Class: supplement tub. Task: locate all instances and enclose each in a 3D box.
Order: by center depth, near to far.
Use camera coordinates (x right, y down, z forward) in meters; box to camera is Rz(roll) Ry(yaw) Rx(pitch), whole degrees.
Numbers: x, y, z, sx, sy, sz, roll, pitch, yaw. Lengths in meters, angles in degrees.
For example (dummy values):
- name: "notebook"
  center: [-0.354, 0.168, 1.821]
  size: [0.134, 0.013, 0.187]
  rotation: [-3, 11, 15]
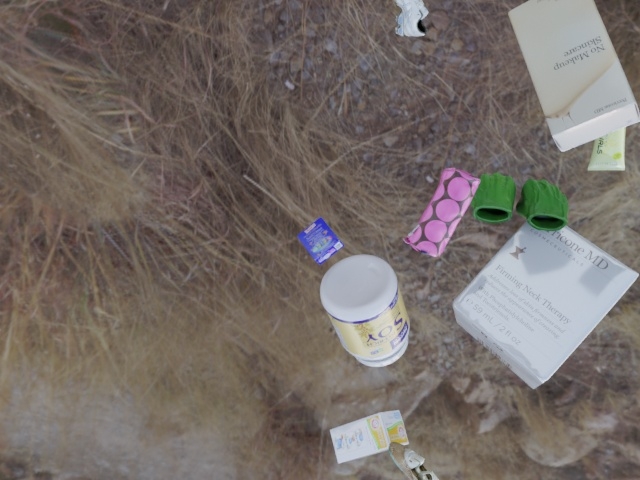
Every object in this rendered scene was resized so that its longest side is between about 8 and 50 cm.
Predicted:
- name: "supplement tub"
  center: [0.152, 0.231, 1.692]
  size: [0.240, 0.241, 0.331]
  rotation: [-17, 134, 8]

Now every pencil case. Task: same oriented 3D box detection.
- name: "pencil case"
  center: [0.275, -0.066, 1.208]
  size: [0.098, 0.095, 0.210]
  rotation: [25, 97, -12]

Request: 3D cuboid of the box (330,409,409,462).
- name: "box"
  center: [0.148, 0.598, 1.617]
  size: [0.203, 0.103, 0.114]
  rotation: [-32, 151, 32]

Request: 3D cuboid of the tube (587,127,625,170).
- name: "tube"
  center: [0.778, -0.291, 1.418]
  size: [0.062, 0.070, 0.240]
  rotation: [-26, 128, -16]

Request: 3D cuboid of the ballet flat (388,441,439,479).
- name: "ballet flat"
  center: [0.269, 0.621, 1.426]
  size: [0.206, 0.073, 0.067]
  rotation: [50, 126, 15]

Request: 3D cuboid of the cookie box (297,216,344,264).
- name: "cookie box"
  center: [0.000, 0.000, 1.513]
  size: [0.091, 0.107, 0.040]
  rotation: [-39, 145, 2]

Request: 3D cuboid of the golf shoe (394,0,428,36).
- name: "golf shoe"
  center: [0.224, -0.572, 1.270]
  size: [0.086, 0.069, 0.176]
  rotation: [26, 156, 29]

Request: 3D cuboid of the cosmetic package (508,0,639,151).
- name: "cosmetic package"
  center: [0.521, -0.365, 1.099]
  size: [0.160, 0.310, 0.113]
  rotation: [-23, 158, 29]

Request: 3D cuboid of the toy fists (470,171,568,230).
- name: "toy fists"
  center: [0.556, -0.112, 1.496]
  size: [0.278, 0.142, 0.096]
  rotation: [9, 147, 6]

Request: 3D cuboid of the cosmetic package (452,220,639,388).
- name: "cosmetic package"
  center: [0.657, 0.187, 1.611]
  size: [0.394, 0.329, 0.327]
  rotation: [-47, 155, -3]
